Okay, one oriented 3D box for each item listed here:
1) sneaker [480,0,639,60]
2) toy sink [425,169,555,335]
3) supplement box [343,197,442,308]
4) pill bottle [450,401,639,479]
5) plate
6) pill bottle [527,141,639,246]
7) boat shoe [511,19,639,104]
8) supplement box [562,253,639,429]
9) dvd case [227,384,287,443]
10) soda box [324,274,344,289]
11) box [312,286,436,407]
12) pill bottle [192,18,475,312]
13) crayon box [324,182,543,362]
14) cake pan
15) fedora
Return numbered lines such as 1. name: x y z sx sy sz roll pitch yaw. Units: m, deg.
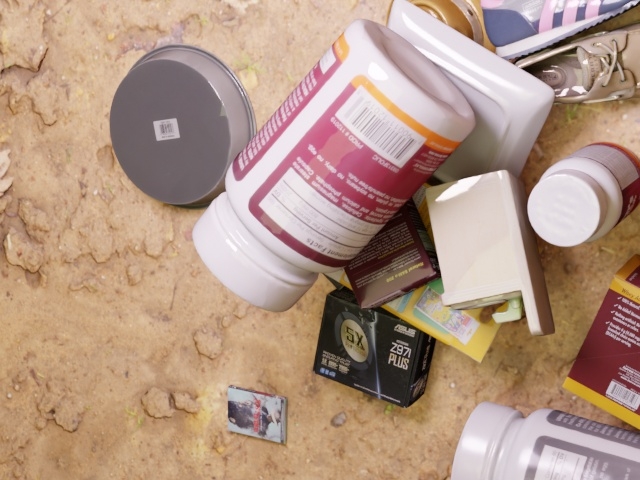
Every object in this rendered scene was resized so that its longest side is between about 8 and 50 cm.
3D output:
1. sneaker: 0.365 -0.362 1.720 0.319 0.112 0.131 -21 96 30
2. toy sink: 0.241 0.032 1.766 0.131 0.153 0.234 -13 83 18
3. supplement box: 0.080 -0.029 1.866 0.130 0.073 0.239 -26 77 17
4. pill bottle: 0.393 0.369 1.849 0.361 0.204 0.204 14 110 25
5. plate: 0.186 -0.186 1.837 0.277 0.045 0.278 34 143 15
6. pill bottle: 0.374 -0.064 1.731 0.121 0.221 0.121 8 107 27
7. boat shoe: 0.398 -0.244 1.741 0.302 0.098 0.109 -7 100 30
8. supplement box: 0.488 0.158 1.784 0.191 0.129 0.194 29 115 19
9. dvd case: -0.114 0.312 2.217 0.119 0.013 0.087 9 108 25
10. soda box: 0.000 0.000 2.047 0.169 0.053 0.060 45 119 10
11. box: 0.092 0.172 2.030 0.180 0.077 0.147 20 111 23
12. pill bottle: 0.010 -0.096 1.728 0.224 0.224 0.392 47 111 10
13. crayon box: 0.165 0.025 1.916 0.323 0.083 0.203 30 96 19
14. cake pan: -0.249 -0.191 2.130 0.293 0.054 0.293 8 107 27
15. fedora: 0.173 -0.310 1.856 0.194 0.079 0.194 8 108 26
